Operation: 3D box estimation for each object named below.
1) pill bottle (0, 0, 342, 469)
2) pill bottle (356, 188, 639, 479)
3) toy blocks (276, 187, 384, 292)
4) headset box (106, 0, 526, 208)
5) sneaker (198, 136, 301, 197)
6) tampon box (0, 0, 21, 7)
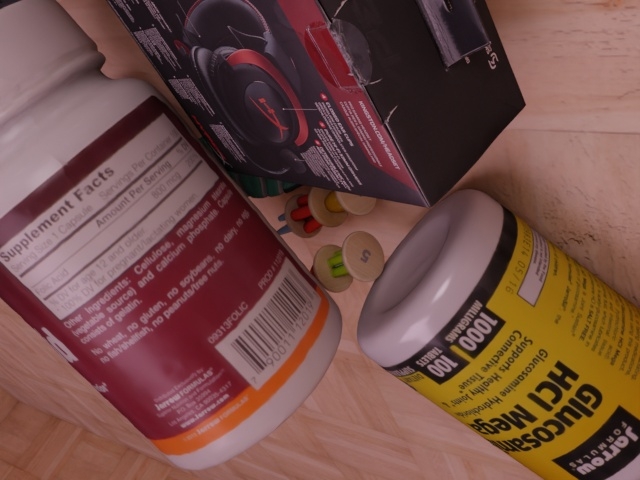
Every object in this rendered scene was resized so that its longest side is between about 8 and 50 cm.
[{"bbox_3d":[-0.179,-0.001,0.600,0.392,0.224,0.224,51,144,-16],"label":"pill bottle"},{"bbox_3d":[0.216,0.117,0.625,0.334,0.188,0.188,35,148,-7],"label":"pill bottle"},{"bbox_3d":[0.000,0.000,0.716,0.054,0.123,0.148,4,164,-34],"label":"toy blocks"},{"bbox_3d":[-0.017,-0.147,0.438,0.293,0.110,0.218,16,146,54],"label":"headset box"},{"bbox_3d":[-0.101,-0.095,0.721,0.223,0.098,0.083,-5,114,14],"label":"sneaker"},{"bbox_3d":[-0.281,-0.292,0.546,0.120,0.101,0.161,3,139,37],"label":"tampon box"}]
